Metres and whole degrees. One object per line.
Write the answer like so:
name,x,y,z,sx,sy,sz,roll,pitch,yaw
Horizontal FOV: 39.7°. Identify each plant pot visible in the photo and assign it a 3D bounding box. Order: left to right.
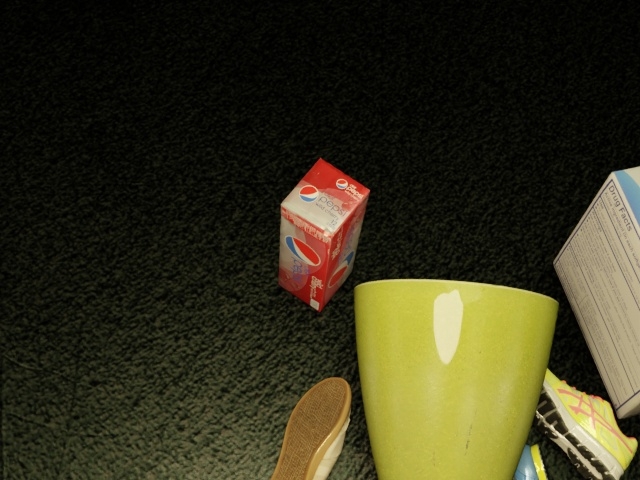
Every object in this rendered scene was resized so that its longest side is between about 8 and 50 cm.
plant pot,0.167,0.219,1.170,0.275,0.275,0.293,6,78,0

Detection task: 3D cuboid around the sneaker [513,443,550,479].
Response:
sneaker,0.281,0.381,1.190,0.082,0.069,0.209,-16,66,11

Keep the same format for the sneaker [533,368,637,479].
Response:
sneaker,0.363,0.244,1.257,0.094,0.081,0.208,-32,76,-25

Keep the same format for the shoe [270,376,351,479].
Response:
shoe,-0.015,0.290,1.224,0.077,0.058,0.219,13,57,26

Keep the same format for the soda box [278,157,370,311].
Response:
soda box,0.000,0.000,1.248,0.083,0.263,0.092,34,67,12

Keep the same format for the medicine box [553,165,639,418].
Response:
medicine box,0.470,0.071,1.224,0.149,0.289,0.263,-12,65,-9
